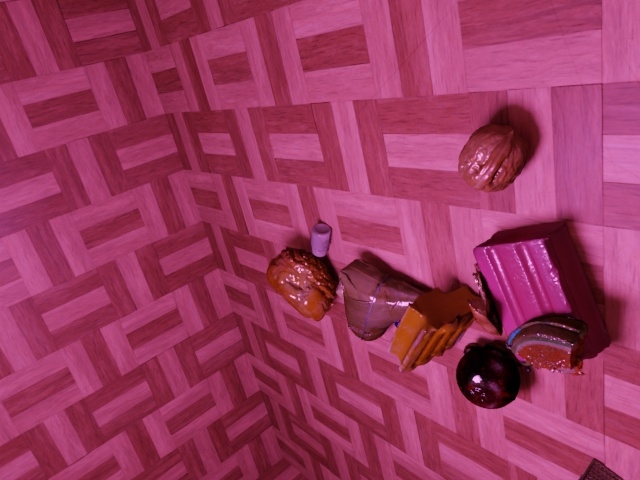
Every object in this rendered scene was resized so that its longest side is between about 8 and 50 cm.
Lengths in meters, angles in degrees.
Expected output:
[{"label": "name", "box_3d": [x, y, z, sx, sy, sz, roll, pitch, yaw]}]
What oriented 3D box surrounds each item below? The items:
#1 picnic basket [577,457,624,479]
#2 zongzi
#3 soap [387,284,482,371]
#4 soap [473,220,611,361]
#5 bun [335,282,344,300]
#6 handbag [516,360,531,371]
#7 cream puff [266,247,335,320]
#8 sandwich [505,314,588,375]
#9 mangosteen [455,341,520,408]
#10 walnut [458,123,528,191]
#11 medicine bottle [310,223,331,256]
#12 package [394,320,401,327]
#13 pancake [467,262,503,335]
[{"label": "picnic basket", "box_3d": [0.826, 0.790, 1.488, 0.154, 0.134, 0.196, 34, 138, 34]}, {"label": "zongzi", "box_3d": [0.264, 0.277, 1.865, 0.393, 0.174, 0.355, 19, 137, 31]}, {"label": "soap", "box_3d": [0.372, 0.286, 1.627, 0.143, 0.260, 0.281, 55, 148, 33]}, {"label": "soap", "box_3d": [0.584, 0.146, 1.331, 0.233, 0.128, 0.359, -13, 104, 58]}, {"label": "bun", "box_3d": [0.118, 0.216, 2.092, 0.115, 0.069, 0.115, 42, 163, 15]}, {"label": "handbag", "box_3d": [0.619, 0.335, 1.502, 0.072, 0.047, 0.111, 22, 133, 44]}, {"label": "cream puff", "box_3d": [-0.067, 0.177, 2.147, 0.343, 0.231, 0.327, 32, 162, 50]}, {"label": "sandwich", "box_3d": [0.561, 0.269, 1.261, 0.235, 0.079, 0.159, -4, 111, 59]}, {"label": "mangosteen", "box_3d": [0.525, 0.422, 1.563, 0.210, 0.210, 0.209, 34, 139, 36]}, {"label": "walnut", "box_3d": [0.432, -0.208, 1.250, 0.155, 0.156, 0.184, 47, 143, 22]}, {"label": "medicine bottle", "box_3d": [0.000, 0.000, 2.077, 0.080, 0.080, 0.130, 39, 142, 31]}, {"label": "package", "box_3d": [0.327, 0.320, 1.916, 0.110, 0.033, 0.077, -46, 52, 43]}, {"label": "pancake", "box_3d": [0.478, 0.194, 1.442, 0.056, 0.212, 0.257, -20, 107, 26]}]
